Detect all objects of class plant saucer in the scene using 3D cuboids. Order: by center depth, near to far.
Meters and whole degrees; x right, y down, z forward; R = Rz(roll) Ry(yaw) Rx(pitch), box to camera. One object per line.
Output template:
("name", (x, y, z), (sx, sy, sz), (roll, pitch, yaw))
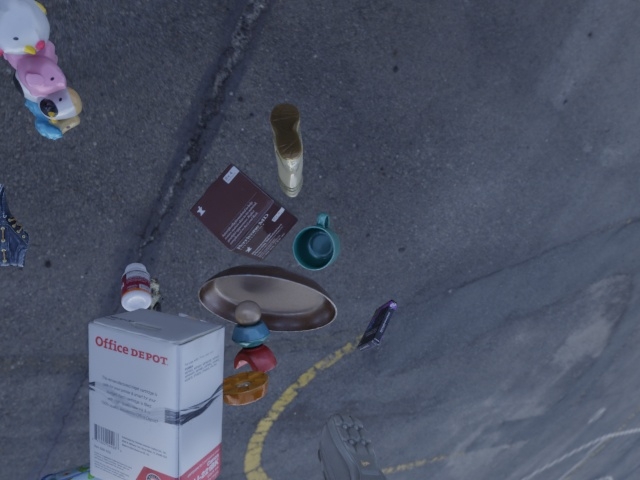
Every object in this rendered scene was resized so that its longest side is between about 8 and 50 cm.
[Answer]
("plant saucer", (-0.115, 0.132, 0.963), (0.311, 0.050, 0.310), (6, 149, 3))

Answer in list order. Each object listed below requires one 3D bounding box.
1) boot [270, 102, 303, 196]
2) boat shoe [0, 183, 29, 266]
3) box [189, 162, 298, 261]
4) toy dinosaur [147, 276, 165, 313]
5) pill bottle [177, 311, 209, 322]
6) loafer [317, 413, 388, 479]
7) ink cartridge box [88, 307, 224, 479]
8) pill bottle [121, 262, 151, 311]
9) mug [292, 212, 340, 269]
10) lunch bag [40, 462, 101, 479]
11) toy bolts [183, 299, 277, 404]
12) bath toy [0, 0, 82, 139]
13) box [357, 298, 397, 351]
("boot", (-0.104, -0.294, 1.379), (0.095, 0.261, 0.203), (-8, 146, -6))
("boat shoe", (-0.682, -0.031, 0.931), (0.083, 0.065, 0.183), (7, 97, -31))
("box", (-0.198, -0.067, 1.145), (0.168, 0.167, 0.203), (-49, 162, 2))
("toy dinosaur", (-0.577, 0.242, 1.456), (0.064, 0.118, 0.268), (1, 132, -41))
("pill bottle", (-0.398, 0.321, 1.201), (0.124, 0.124, 0.221), (31, 72, -44))
("loafer", (0.068, 0.461, 0.763), (0.112, 0.319, 0.111), (19, 108, -19))
("ink cartridge box", (-0.274, 0.266, 0.712), (0.114, 0.197, 0.272), (-13, 108, -65))
("pill bottle", (-0.578, 0.143, 1.336), (0.086, 0.152, 0.086), (-13, 131, -15))
("mug", (0.003, 0.009, 1.271), (0.158, 0.129, 0.097), (-44, 171, 16))
("lunch bag", (-0.629, 0.691, 1.125), (0.219, 0.090, 0.175), (-5, 82, -33))
("toy bolts", (-0.180, 0.222, 0.904), (0.229, 0.218, 0.158), (-15, 99, -55))
("bath toy", (-0.610, -0.356, 0.915), (0.152, 0.128, 0.348), (22, 157, -12))
("box", (0.182, 0.274, 1.369), (0.162, 0.029, 0.116), (-58, -176, -33))
